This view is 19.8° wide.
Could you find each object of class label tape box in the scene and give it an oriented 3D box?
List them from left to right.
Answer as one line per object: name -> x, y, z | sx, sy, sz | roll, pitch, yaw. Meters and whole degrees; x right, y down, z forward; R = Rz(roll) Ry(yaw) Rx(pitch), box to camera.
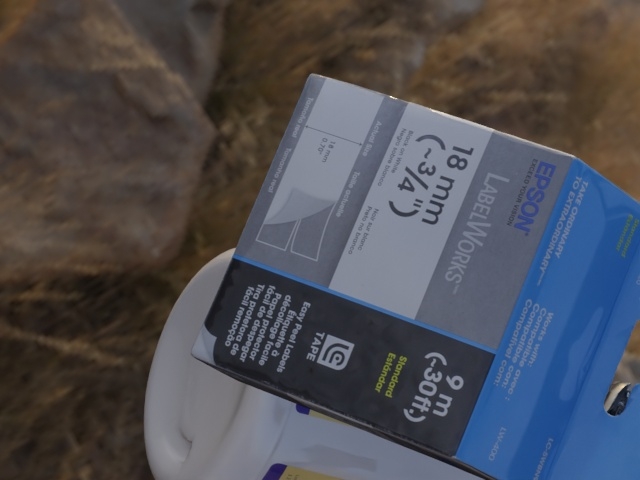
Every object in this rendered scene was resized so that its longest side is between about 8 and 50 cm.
label tape box -> 0.106, 0.040, 1.363 | 0.240, 0.334, 0.106 | -67, 158, -8

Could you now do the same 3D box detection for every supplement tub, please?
supplement tub -> 0.035, 0.156, 1.652 | 0.331, 0.241, 0.241 | 18, 52, -28

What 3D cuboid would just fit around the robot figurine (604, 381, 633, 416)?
robot figurine -> 0.277, 0.282, 1.790 | 0.211, 0.085, 0.291 | 41, 61, -43
